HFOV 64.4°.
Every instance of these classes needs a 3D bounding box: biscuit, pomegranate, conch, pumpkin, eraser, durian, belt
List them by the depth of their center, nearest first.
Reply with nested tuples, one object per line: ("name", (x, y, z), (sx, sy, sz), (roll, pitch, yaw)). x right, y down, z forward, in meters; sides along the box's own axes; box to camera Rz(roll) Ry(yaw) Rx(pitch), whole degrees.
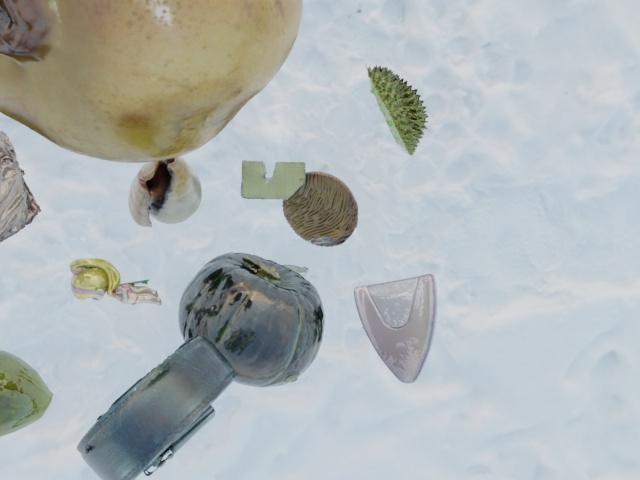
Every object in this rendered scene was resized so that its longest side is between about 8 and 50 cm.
("pomegranate", (-0.229, -0.277, 0.548), (0.415, 0.416, 0.418), (-4, 104, -17))
("belt", (-0.218, 0.240, 0.739), (0.116, 0.267, 0.206), (46, 109, 3))
("conch", (-0.312, -0.120, 1.001), (0.158, 0.255, 0.127), (-25, 76, -23))
("pumpkin", (-0.145, 0.168, 1.088), (0.322, 0.323, 0.242), (23, 103, -21))
("eraser", (0.193, 0.213, 1.210), (0.204, 0.059, 0.244), (-12, 83, 26))
("durian", (0.252, -0.427, 1.715), (0.158, 0.169, 0.352), (-49, 124, -25))
("biscuit", (-0.176, -0.227, 1.898), (0.249, 0.046, 0.148), (1, 100, 10))
("biscuit", (-0.004, -0.116, 1.960), (0.317, 0.040, 0.318), (11, 120, 19))

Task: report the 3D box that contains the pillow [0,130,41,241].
("pillow", (-0.527, -0.080, 0.789), (0.135, 0.248, 0.049), (-33, 149, -11))

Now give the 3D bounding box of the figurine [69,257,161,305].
("figurine", (-0.387, 0.084, 0.964), (0.187, 0.083, 0.083), (23, 95, -40))

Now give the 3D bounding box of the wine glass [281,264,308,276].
("wine glass", (-0.109, 0.187, 1.738), (0.111, 0.111, 0.205), (8, 104, -19))

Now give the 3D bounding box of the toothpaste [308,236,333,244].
("toothpaste", (0.000, 0.000, 1.533), (0.027, 0.083, 0.019), (53, 41, -46))

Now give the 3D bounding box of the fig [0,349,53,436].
("fig", (-0.738, 0.343, 1.138), (0.229, 0.207, 0.208), (-4, 104, -5))
